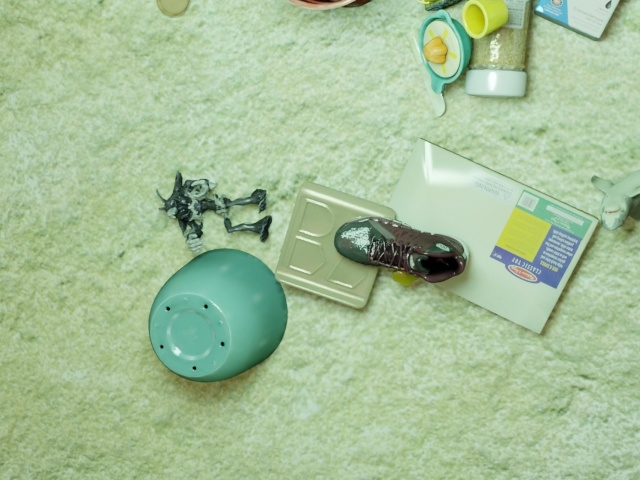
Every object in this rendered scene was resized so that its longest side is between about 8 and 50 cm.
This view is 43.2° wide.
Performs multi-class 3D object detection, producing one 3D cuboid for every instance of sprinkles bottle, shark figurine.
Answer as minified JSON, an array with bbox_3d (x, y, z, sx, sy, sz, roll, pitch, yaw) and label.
[{"bbox_3d":[0.357,-0.463,1.594,0.121,0.121,0.356,5,100,13],"label":"sprinkles bottle"},{"bbox_3d":[0.660,-0.094,1.607,0.278,0.166,0.116,-27,118,-1],"label":"shark figurine"}]

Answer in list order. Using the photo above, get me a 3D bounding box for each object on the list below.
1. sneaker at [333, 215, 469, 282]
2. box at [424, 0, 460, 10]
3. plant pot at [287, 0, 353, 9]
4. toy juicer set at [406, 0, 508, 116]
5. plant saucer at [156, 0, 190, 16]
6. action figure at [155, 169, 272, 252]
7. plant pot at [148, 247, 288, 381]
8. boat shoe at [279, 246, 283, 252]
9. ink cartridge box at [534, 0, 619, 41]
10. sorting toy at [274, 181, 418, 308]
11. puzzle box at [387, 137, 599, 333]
[{"bbox_3d":[0.161,0.020,1.614,0.281,0.162,0.107,6,102,6],"label":"sneaker"},{"bbox_3d":[0.250,-0.586,1.584,0.044,0.159,0.233,-11,95,-26],"label":"box"},{"bbox_3d":[0.032,-0.575,1.584,0.272,0.265,0.273,2,99,13],"label":"plant pot"},{"bbox_3d":[0.222,-0.404,1.581,0.089,0.329,0.209,-23,73,-24],"label":"toy juicer set"},{"bbox_3d":[-0.327,-0.542,1.807,0.083,0.015,0.084,2,98,13],"label":"plant saucer"},{"bbox_3d":[-0.254,-0.067,1.801,0.275,0.141,0.164,4,111,12],"label":"action figure"},{"bbox_3d":[-0.243,0.181,1.786,0.292,0.235,0.293,2,100,13],"label":"plant pot"},{"bbox_3d":[0.000,0.000,1.784,0.183,0.065,0.083,-35,88,15],"label":"boat shoe"},{"bbox_3d":[0.521,-0.505,1.569,0.139,0.082,0.191,27,105,9],"label":"ink cartridge box"},{"bbox_3d":[0.075,0.024,1.733,0.307,0.041,0.229,18,103,4],"label":"sorting toy"},{"bbox_3d":[0.336,-0.011,1.706,0.408,0.052,0.272,26,104,9],"label":"puzzle box"}]
